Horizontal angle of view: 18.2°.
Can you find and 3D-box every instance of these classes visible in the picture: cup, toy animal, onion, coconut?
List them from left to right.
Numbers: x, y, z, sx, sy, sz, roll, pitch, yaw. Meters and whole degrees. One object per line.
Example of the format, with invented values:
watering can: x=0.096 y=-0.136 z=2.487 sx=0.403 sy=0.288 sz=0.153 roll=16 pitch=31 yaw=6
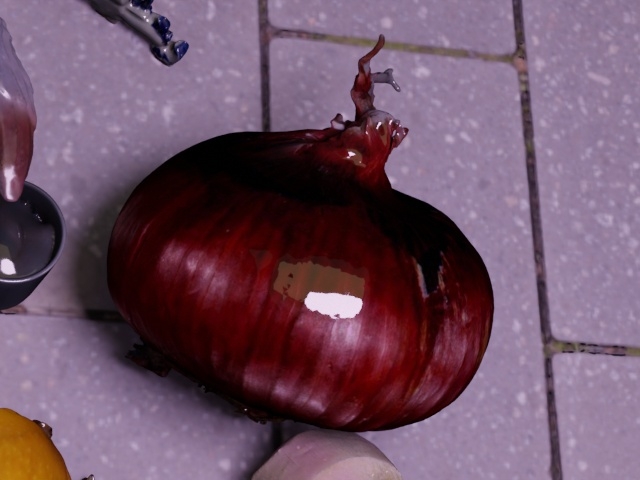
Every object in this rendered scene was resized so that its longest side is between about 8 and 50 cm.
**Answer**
toy animal: x=-0.268 y=-0.133 z=1.398 sx=0.195 sy=0.090 sz=0.324 roll=20 pitch=50 yaw=0
cup: x=-0.235 y=0.002 z=1.395 sx=0.100 sy=0.077 sz=0.078 roll=20 pitch=64 yaw=-11
onion: x=0.000 y=0.000 z=1.372 sx=0.273 sy=0.273 sz=0.285 roll=21 pitch=100 yaw=-11
coconut: x=0.002 y=0.185 z=1.391 sx=0.110 sy=0.124 sz=0.110 roll=-6 pitch=105 yaw=-22

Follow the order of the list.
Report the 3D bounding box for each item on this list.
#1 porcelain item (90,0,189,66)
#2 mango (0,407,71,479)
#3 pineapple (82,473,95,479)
porcelain item: x=-0.153 y=-0.188 z=1.502 sx=0.136 sy=0.075 sz=0.021 roll=33 pitch=63 yaw=-5
mango: x=-0.272 y=0.261 z=1.231 sx=0.187 sy=0.144 sz=0.359 roll=36 pitch=74 yaw=-31
pineapple: x=-0.082 y=0.301 z=1.282 sx=0.161 sy=0.158 sz=0.334 roll=-37 pitch=85 yaw=-27
